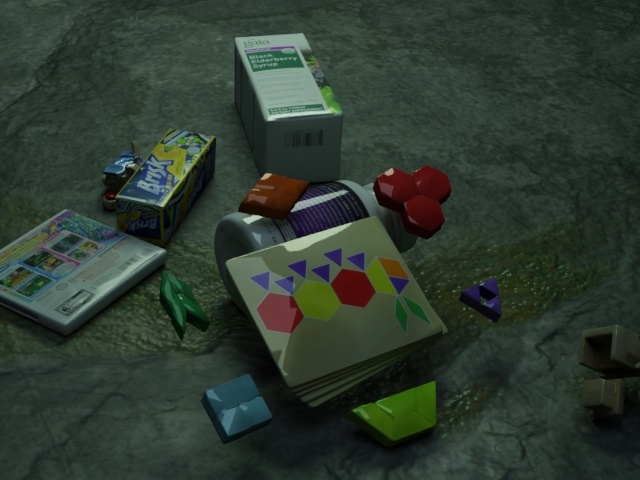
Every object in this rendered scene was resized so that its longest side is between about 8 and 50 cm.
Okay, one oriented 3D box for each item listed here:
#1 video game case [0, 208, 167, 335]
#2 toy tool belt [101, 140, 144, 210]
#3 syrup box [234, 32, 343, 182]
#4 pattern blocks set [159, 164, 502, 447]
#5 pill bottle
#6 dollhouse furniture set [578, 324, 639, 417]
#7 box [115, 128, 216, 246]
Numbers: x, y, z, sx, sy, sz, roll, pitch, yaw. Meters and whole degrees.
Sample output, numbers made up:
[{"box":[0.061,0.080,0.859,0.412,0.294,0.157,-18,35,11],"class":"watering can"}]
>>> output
[{"box":[-0.262,0.029,1.199,0.143,0.019,0.157,21,38,25],"class":"video game case"},{"box":[-0.227,-0.076,1.329,0.052,0.051,0.083,11,35,12],"class":"toy tool belt"},{"box":[-0.044,-0.168,1.442,0.093,0.096,0.237,-5,35,-11],"class":"syrup box"},{"box":[0.017,0.057,1.068,0.325,0.026,0.285,-9,62,-24],"class":"pattern blocks set"},{"box":[0.000,0.000,1.180,0.194,0.108,0.108,-19,39,-29],"class":"pill bottle"},{"box":[0.306,0.170,1.010,0.101,0.161,0.181,24,68,-30],"class":"dollhouse furniture set"},{"box":[-0.172,-0.062,1.310,0.059,0.054,0.169,11,34,11],"class":"box"}]
